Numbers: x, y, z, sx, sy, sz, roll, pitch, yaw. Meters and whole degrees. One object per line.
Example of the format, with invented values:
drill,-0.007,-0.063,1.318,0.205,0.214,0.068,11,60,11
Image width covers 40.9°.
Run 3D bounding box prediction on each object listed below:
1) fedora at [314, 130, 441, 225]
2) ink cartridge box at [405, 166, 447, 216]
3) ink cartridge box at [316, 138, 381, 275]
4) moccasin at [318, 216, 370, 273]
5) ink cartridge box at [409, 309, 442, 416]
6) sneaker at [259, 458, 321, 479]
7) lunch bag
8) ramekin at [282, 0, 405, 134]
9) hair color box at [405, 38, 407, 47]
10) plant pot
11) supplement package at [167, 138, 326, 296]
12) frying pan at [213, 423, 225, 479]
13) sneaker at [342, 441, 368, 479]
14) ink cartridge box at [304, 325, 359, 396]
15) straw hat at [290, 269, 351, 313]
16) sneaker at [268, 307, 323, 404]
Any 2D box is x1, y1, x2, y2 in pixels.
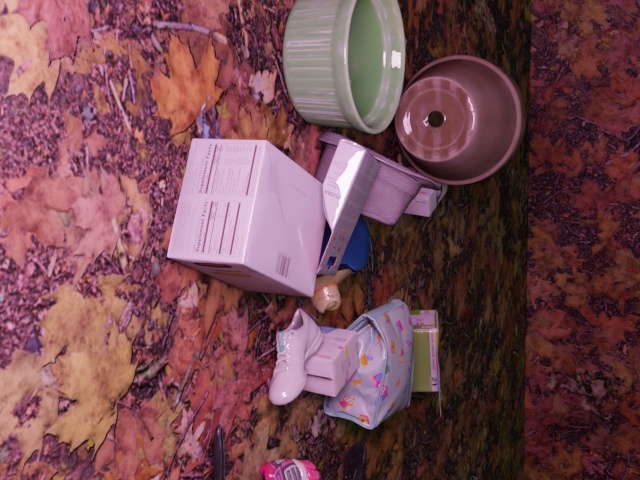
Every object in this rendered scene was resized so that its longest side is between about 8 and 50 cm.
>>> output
fedora,0.097,-0.114,1.764,0.124,0.275,0.244,-63,-179,1
ink cartridge box,0.254,-0.127,2.220,0.150,0.109,0.063,-50,142,-49
ink cartridge box,0.033,-0.055,1.558,0.232,0.066,0.189,-64,168,2
moccasin,0.000,0.000,1.727,0.342,0.116,0.138,7,81,-65
ink cartridge box,0.268,0.318,2.258,0.255,0.097,0.189,-71,158,-69
sneaker,-0.098,0.562,1.655,0.112,0.121,0.299,13,90,-30
lunch bag,0.124,0.272,1.980,0.223,0.160,0.262,-10,110,-62
ramekin,0.048,-0.365,1.708,0.303,0.148,0.303,-20,113,-62
hair color box,0.156,-0.415,2.030,0.093,0.053,0.167,26,73,-63
plant pot,0.306,-0.286,2.028,0.280,0.323,0.323,-16,109,-68
supplement package,-0.112,-0.031,1.449,0.262,0.145,0.204,32,65,-61
frying pan,-0.164,0.507,1.535,0.197,0.053,0.326,71,24,-69
sneaker,0.087,0.576,2.087,0.089,0.051,0.170,30,73,-62
ink cartridge box,0.011,0.258,1.818,0.143,0.092,0.090,-43,133,-52
straw hat,0.009,0.112,1.716,0.144,0.144,0.061,2,64,-64
sneaker,-0.065,0.225,1.696,0.094,0.080,0.212,62,33,-31
